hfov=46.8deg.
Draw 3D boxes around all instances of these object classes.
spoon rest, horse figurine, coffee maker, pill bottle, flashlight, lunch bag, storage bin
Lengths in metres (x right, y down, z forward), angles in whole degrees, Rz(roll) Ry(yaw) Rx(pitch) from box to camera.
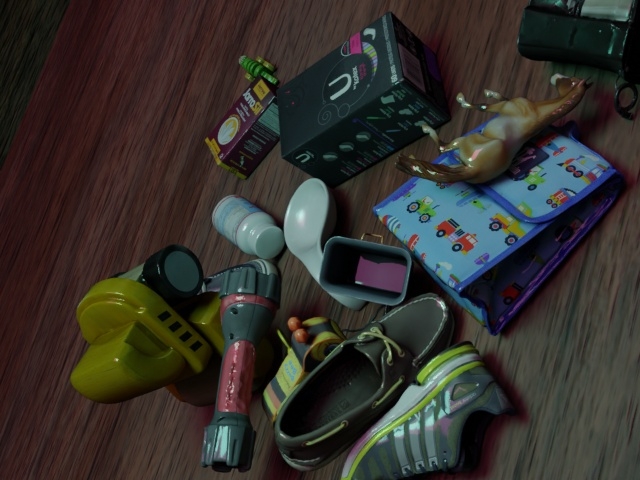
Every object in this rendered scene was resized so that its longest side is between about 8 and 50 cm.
[{"bbox_3d":[0.000,0.000,1.277,0.137,0.084,0.276,-55,43,25],"label":"spoon rest"},{"bbox_3d":[0.229,-0.148,1.025,0.263,0.066,0.174,-40,40,-18],"label":"horse figurine"},{"bbox_3d":[0.371,-0.281,1.037,0.178,0.120,0.171,26,91,48],"label":"coffee maker"},{"bbox_3d":[-0.137,-0.024,1.429,0.160,0.087,0.087,33,94,47],"label":"pill bottle"},{"bbox_3d":[-0.124,0.198,1.152,0.103,0.103,0.304,-9,62,28],"label":"flashlight"},{"bbox_3d":[0.262,-0.054,1.046,0.293,0.138,0.221,-43,43,1],"label":"lunch bag"},{"bbox_3d":[0.079,0.041,1.122,0.135,0.091,0.098,10,90,19],"label":"storage bin"}]

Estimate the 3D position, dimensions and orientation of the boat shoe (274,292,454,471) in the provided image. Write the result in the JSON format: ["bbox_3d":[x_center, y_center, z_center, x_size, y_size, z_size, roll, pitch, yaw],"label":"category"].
[{"bbox_3d":[0.067,0.182,1.027,0.324,0.097,0.116,-39,60,-16],"label":"boat shoe"}]

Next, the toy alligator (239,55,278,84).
[{"bbox_3d":[-0.155,-0.391,1.659,0.056,0.051,0.189,-55,43,8],"label":"toy alligator"}]

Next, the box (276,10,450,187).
[{"bbox_3d":[0.067,-0.239,1.296,0.270,0.143,0.165,-29,51,32],"label":"box"}]

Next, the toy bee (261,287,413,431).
[{"bbox_3d":[-0.014,0.177,1.151,0.195,0.162,0.299,23,87,50],"label":"toy bee"}]

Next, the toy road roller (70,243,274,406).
[{"bbox_3d":[-0.262,0.193,1.233,0.202,0.329,0.241,-24,28,35],"label":"toy road roller"}]

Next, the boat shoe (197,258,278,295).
[{"bbox_3d":[-0.247,0.126,1.406,0.340,0.158,0.127,-36,48,26],"label":"boat shoe"}]

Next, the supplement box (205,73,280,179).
[{"bbox_3d":[-0.144,-0.237,1.549,0.188,0.080,0.104,-48,44,15],"label":"supplement box"}]

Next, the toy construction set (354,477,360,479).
[{"bbox_3d":[-0.003,0.430,0.880,0.309,0.237,0.257,-60,6,-36],"label":"toy construction set"}]

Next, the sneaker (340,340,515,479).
[{"bbox_3d":[0.137,0.280,0.994,0.300,0.111,0.121,-55,51,15],"label":"sneaker"}]
